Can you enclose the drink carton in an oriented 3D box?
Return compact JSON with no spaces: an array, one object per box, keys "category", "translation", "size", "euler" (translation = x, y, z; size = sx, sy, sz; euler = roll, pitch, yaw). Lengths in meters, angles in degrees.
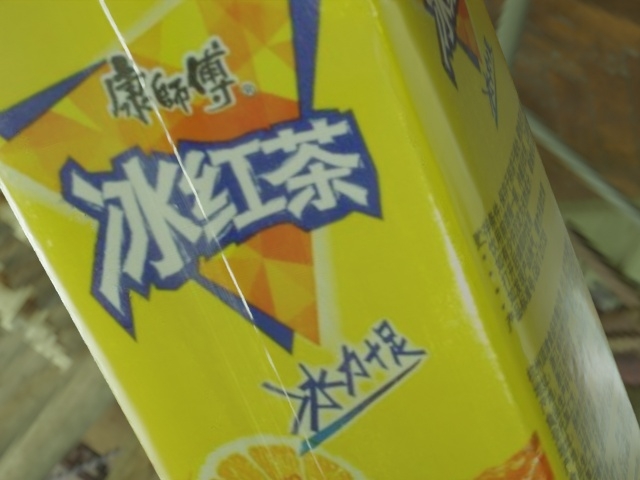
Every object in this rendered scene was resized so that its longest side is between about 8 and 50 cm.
[{"category":"drink carton","translation":[0.000,0.000,0.602],"size":[0.154,0.111,0.351],"euler":[-12,120,22]}]
